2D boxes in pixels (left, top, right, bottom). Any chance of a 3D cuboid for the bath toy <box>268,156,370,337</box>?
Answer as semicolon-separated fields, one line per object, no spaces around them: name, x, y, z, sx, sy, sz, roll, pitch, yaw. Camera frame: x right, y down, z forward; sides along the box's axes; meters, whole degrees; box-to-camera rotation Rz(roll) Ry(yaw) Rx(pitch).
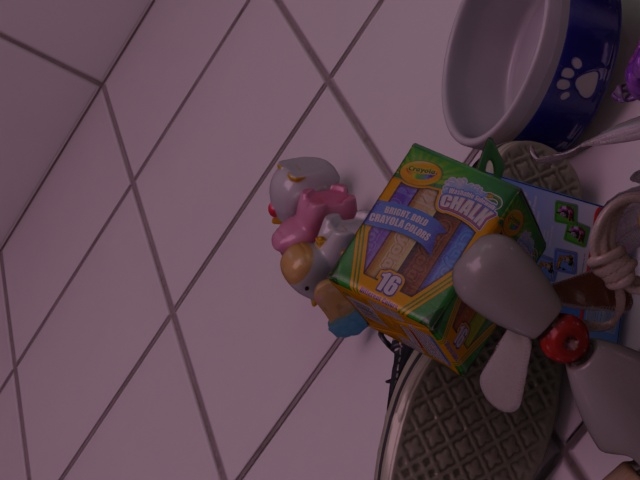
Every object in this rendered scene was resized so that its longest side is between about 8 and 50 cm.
bath toy;0.000;0.000;2.060;0.348;0.151;0.129;-120;25;-58

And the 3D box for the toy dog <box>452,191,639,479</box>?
toy dog;0.263;0.117;1.351;0.220;0.333;0.161;-25;7;1

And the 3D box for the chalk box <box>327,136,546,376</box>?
chalk box;0.132;0.001;1.434;0.132;0.132;0.213;27;77;32

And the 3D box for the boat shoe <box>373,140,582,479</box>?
boat shoe;0.166;0.123;1.611;0.156;0.187;0.500;-35;34;60

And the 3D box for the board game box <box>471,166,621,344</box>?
board game box;0.226;0.020;1.551;0.039;0.212;0.160;124;161;-65

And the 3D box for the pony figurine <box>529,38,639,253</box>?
pony figurine;0.388;-0.146;1.347;0.351;0.303;0.363;-14;70;24

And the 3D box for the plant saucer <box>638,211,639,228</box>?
plant saucer;0.441;-0.093;1.150;0.332;0.333;0.081;-62;19;6

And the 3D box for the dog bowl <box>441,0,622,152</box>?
dog bowl;0.253;-0.232;1.762;0.265;0.104;0.264;-167;90;-70
